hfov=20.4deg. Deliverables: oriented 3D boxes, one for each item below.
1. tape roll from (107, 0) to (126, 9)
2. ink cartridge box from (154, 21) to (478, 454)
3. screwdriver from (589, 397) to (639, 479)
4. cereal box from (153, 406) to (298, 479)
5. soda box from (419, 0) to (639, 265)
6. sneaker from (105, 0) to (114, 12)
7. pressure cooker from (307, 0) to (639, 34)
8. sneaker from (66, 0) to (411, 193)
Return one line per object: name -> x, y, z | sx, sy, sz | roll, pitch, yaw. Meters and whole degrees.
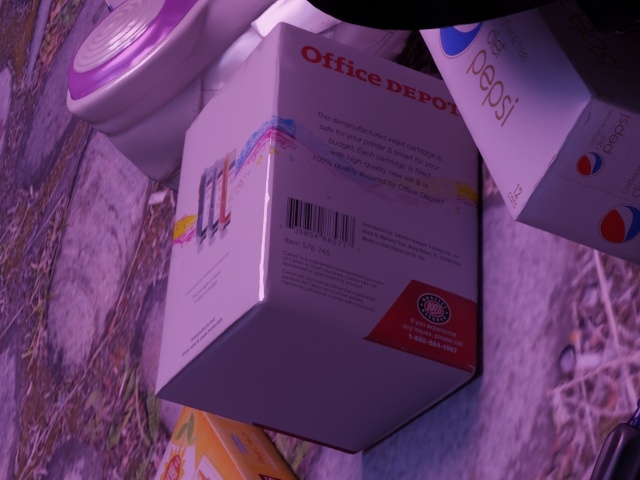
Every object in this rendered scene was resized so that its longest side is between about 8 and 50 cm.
tape roll -> -0.071, -0.238, 1.216 | 0.219, 0.072, 0.219 | 12, 108, 40
ink cartridge box -> 0.000, 0.000, 0.955 | 0.127, 0.128, 0.176 | -42, 36, 50
screwdriver -> 0.149, 0.049, 0.739 | 0.170, 0.025, 0.024 | -63, 23, -1
cereal box -> -0.084, 0.232, 1.077 | 0.240, 0.047, 0.173 | -68, 23, 11
soda box -> 0.108, -0.083, 0.844 | 0.069, 0.074, 0.216 | -61, 26, 25
sneaker -> -0.069, -0.287, 1.319 | 0.330, 0.130, 0.147 | -64, 22, 18
pressure cooker -> 0.055, -0.295, 0.724 | 0.375, 0.420, 0.370 | 10, 57, 50
sneaker -> 0.004, -0.127, 1.053 | 0.305, 0.152, 0.114 | -28, 32, 20
